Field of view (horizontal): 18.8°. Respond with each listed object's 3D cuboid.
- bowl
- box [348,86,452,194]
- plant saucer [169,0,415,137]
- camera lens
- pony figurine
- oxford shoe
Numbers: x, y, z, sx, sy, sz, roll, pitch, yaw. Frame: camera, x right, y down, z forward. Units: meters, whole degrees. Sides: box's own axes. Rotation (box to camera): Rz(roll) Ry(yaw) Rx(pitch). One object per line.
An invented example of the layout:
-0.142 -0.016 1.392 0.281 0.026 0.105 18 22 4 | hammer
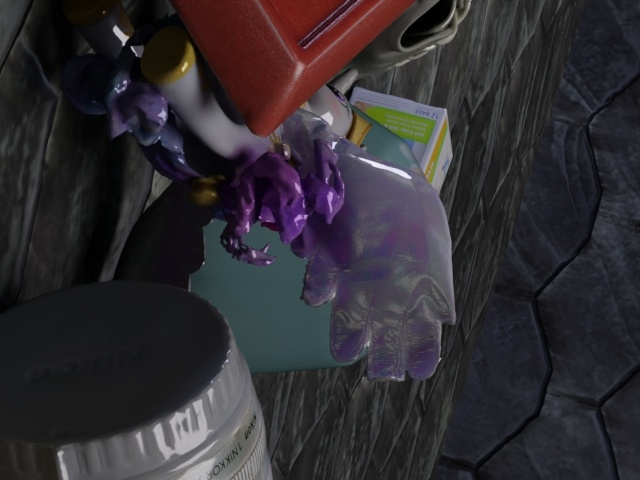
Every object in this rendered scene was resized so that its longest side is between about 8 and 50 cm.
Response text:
0.000 0.000 1.858 0.311 0.163 0.312 15 90 -76 | bowl
0.061 -0.048 2.128 0.103 0.114 0.203 74 34 -62 | box
-0.030 -0.240 1.338 0.259 0.047 0.258 59 42 -14 | plant saucer
-0.140 0.194 1.361 0.219 0.219 0.274 -56 145 -52 | camera lens
-0.055 -0.070 1.452 0.363 0.302 0.351 54 38 -50 | pony figurine
0.064 -0.211 1.712 0.449 0.130 0.169 95 20 -83 | oxford shoe
